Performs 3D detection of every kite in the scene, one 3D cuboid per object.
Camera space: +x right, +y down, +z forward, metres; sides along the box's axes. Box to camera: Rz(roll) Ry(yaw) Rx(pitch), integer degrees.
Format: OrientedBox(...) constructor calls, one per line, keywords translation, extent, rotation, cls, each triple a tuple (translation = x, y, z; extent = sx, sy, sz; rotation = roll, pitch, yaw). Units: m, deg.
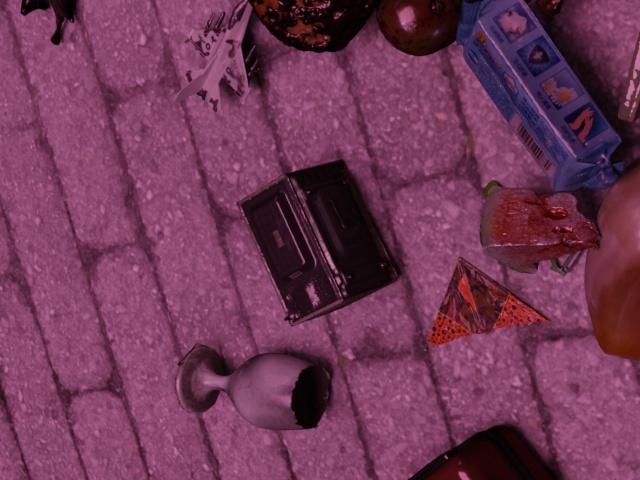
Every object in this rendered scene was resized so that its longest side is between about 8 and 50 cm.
OrientedBox(translation=(0.220, 0.082, 1.983), extent=(0.222, 0.008, 0.125), rotation=(-16, 95, 38), cls="kite")

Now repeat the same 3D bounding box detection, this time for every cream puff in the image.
OrientedBox(translation=(-0.014, -0.376, 1.866), extent=(0.239, 0.165, 0.239), rotation=(-36, 48, 54), cls="cream puff")

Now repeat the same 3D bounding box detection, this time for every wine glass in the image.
OrientedBox(translation=(-0.108, 0.236, 2.197), extent=(0.241, 0.126, 0.126), rotation=(5, 108, 37), cls="wine glass")

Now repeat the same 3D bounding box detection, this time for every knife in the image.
OrientedBox(translation=(0.289, -0.026, 1.889), extent=(0.166, 0.023, 0.078), rotation=(40, 119, 18), cls="knife")

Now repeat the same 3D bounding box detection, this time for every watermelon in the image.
OrientedBox(translation=(0.275, -0.024, 1.797), extent=(0.158, 0.121, 0.097), rotation=(-22, 59, 61), cls="watermelon")

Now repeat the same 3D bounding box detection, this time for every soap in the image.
OrientedBox(translation=(0.281, -0.185, 1.761), extent=(0.293, 0.077, 0.156), rotation=(57, 173, 7), cls="soap")

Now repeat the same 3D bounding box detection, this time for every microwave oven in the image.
OrientedBox(translation=(0.000, 0.000, 2.019), extent=(0.129, 0.163, 0.205), rotation=(-29, 84, 36), cls="microwave oven")

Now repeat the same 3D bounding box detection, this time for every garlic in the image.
OrientedBox(translation=(0.411, 0.018, 1.776), extent=(0.143, 0.112, 0.318), rotation=(26, 129, 24), cls="garlic")

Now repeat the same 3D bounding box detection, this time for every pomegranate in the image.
OrientedBox(translation=(0.136, -0.304, 1.847), extent=(0.130, 0.130, 0.130), rotation=(12, 112, 33), cls="pomegranate")

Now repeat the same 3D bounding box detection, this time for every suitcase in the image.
OrientedBox(translation=(0.216, 0.432, 2.003), extent=(0.236, 0.161, 0.297), rotation=(52, 128, 12), cls="suitcase")

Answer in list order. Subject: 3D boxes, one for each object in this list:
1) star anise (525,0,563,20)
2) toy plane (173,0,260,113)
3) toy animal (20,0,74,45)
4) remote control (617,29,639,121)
OrientedBox(translation=(0.293, -0.372, 1.708), extent=(0.220, 0.126, 0.190), rotation=(5, 120, 35), cls="star anise")
OrientedBox(translation=(-0.136, -0.294, 2.083), extent=(0.160, 0.082, 0.234), rotation=(48, 112, 26), cls="toy plane")
OrientedBox(translation=(-0.428, -0.425, 2.263), extent=(0.105, 0.070, 0.202), rotation=(39, 122, 4), cls="toy animal")
OrientedBox(translation=(0.418, -0.280, 1.650), extent=(0.038, 0.123, 0.285), rotation=(25, 120, 26), cls="remote control")
